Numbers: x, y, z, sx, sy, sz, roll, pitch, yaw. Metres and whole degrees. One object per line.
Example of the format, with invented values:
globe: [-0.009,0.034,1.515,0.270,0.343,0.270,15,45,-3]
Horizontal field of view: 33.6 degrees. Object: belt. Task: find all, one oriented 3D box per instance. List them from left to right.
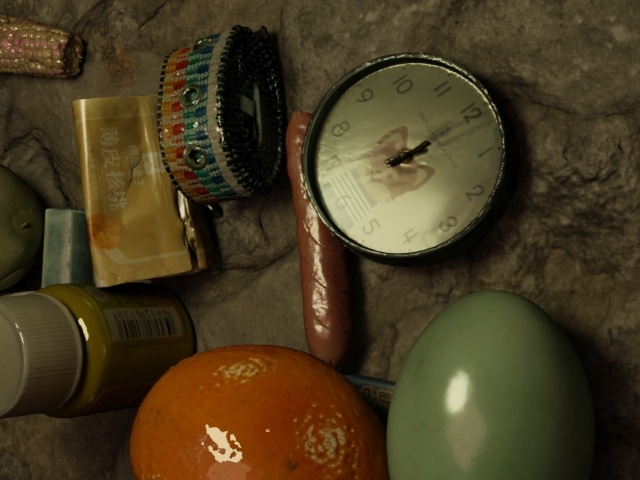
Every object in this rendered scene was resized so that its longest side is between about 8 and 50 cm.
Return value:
belt: [-0.171,-0.206,1.727,0.161,0.207,0.294,-10,82,29]

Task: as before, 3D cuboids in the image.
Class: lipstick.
lipstick: [-0.475,0.081,1.984,0.076,0.077,0.289,2,88,28]

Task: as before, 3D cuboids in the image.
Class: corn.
corn: [-0.599,-0.381,2.054,0.335,0.127,0.126,9,94,30]

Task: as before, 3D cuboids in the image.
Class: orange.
orange: [-0.075,0.340,1.558,0.424,0.326,0.424,37,151,24]

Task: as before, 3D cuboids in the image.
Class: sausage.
sausage: [0.000,0.000,1.678,0.088,0.088,0.433,-11,80,31]

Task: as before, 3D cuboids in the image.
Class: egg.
egg: [0.227,0.260,1.423,0.276,0.276,0.388,2,90,32]

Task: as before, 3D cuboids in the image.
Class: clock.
clock: [0.127,-0.122,1.577,0.325,0.067,0.325,-3,81,19]

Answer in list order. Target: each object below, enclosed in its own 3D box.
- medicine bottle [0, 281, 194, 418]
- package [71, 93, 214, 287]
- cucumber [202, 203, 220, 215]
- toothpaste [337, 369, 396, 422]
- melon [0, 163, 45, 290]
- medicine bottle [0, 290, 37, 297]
medicine bottle: [-0.408,0.182,1.759,0.224,0.384,0.224,0,89,31]
package: [-0.289,-0.088,1.790,0.165,0.221,0.311,-7,90,17]
cucumber: [-0.216,-0.090,1.855,0.032,0.032,0.133,-46,68,23]
toothpaste: [0.056,0.247,1.667,0.193,0.044,0.070,7,92,32]
melon: [-0.668,-0.029,1.996,0.330,0.268,0.268,6,92,32]
medicine bottle: [-0.631,0.165,2.043,0.237,0.139,0.139,-8,84,33]
